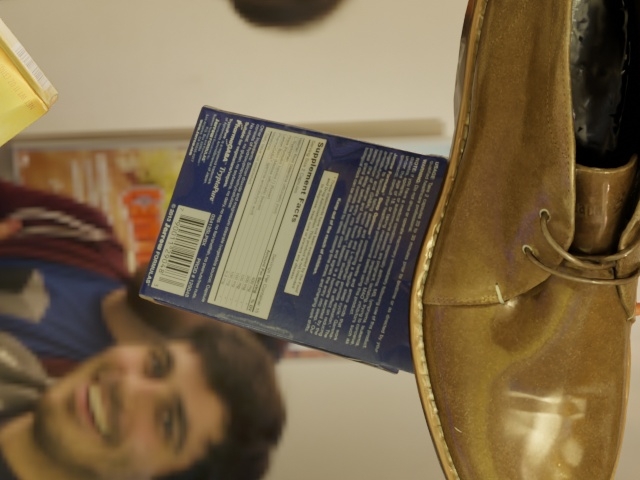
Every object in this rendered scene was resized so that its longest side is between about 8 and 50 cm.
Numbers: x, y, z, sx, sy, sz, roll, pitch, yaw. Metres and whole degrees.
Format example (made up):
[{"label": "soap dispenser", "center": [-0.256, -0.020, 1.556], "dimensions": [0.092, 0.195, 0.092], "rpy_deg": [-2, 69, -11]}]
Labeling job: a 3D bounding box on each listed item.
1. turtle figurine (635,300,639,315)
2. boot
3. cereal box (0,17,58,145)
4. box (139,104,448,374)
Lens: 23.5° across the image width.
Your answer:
[{"label": "turtle figurine", "center": [0.267, -0.058, 0.974], "dimensions": [0.087, 0.269, 0.217], "rpy_deg": [38, 37, -80]}, {"label": "boot", "center": [0.108, 0.005, 0.725], "dimensions": [0.115, 0.112, 0.305], "rpy_deg": [-158, -111, -80]}, {"label": "cereal box", "center": [-0.309, -0.086, 0.957], "dimensions": [0.173, 0.240, 0.047], "rpy_deg": [52, 11, -15]}, {"label": "box", "center": [0.000, 0.000, 0.971], "dimensions": [0.036, 0.225, 0.136], "rpy_deg": [28, 78, -57]}]
